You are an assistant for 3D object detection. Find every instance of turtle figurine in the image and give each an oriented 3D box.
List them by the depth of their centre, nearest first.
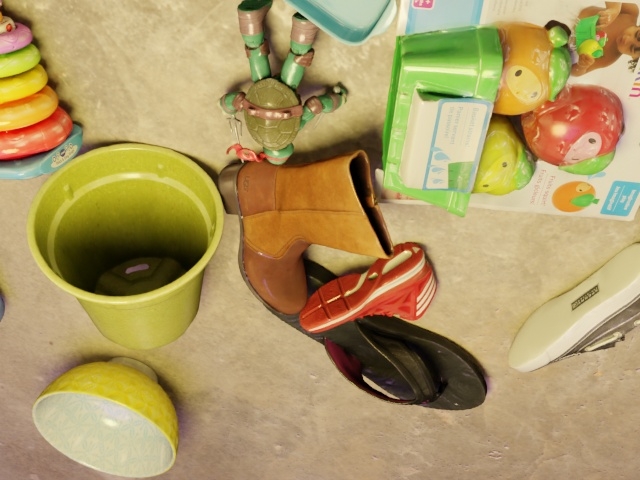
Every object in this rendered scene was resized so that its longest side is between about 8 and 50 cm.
[{"bbox_3d":[-0.052,-0.186,1.072,0.175,0.118,0.234,3,125,-1],"label":"turtle figurine"}]

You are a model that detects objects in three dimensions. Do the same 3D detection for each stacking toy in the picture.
[{"bbox_3d":[-0.443,-0.243,1.126,0.166,0.175,0.301,5,121,13],"label":"stacking toy"}]

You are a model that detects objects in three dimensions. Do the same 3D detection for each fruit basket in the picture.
[{"bbox_3d":[0.252,-0.145,0.986,0.353,0.165,0.327,9,135,3],"label":"fruit basket"}]

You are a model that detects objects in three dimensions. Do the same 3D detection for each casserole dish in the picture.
[{"bbox_3d":[0.012,-0.310,0.954,0.188,0.037,0.114,38,128,4],"label":"casserole dish"}]

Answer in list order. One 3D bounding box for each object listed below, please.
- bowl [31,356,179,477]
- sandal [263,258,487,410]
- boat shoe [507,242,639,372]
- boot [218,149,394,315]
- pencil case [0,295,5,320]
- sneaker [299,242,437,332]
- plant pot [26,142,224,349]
[{"bbox_3d":[-0.402,0.327,1.640,0.290,0.156,0.289,8,134,9],"label":"bowl"},{"bbox_3d":[0.083,0.196,1.402,0.446,0.107,0.167,31,133,-13],"label":"sandal"},{"bbox_3d":[0.412,0.123,1.244,0.102,0.108,0.301,33,126,-13],"label":"boat shoe"},{"bbox_3d":[0.000,0.000,1.168,0.280,0.096,0.264,3,112,45],"label":"boot"},{"bbox_3d":[-0.669,0.042,1.472,0.119,0.133,0.306,-24,136,-18],"label":"pencil case"},{"bbox_3d":[0.086,0.107,1.297,0.221,0.087,0.128,-28,127,10],"label":"sneaker"},{"bbox_3d":[-0.284,0.036,1.274,0.276,0.276,0.254,13,146,4],"label":"plant pot"}]
